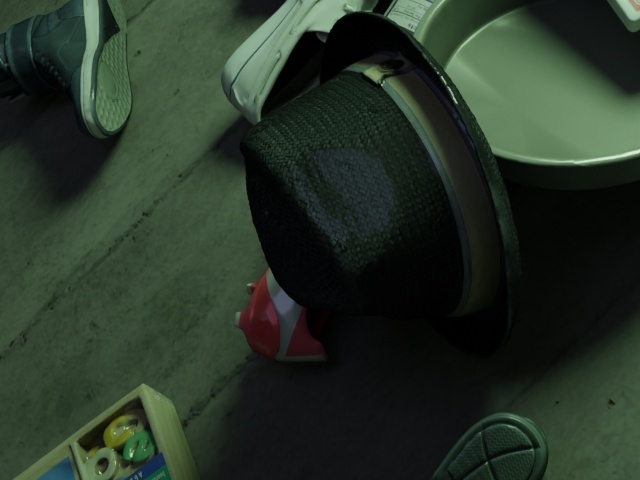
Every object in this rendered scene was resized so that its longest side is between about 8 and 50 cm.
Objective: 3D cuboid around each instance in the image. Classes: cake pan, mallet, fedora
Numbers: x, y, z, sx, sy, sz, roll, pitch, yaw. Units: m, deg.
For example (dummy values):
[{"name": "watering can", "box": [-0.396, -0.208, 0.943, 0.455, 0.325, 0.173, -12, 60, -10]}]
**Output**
[{"name": "cake pan", "box": [0.223, -0.149, 1.677, 0.293, 0.054, 0.293, -6, 45, 6]}, {"name": "mallet", "box": [0.181, -0.135, 1.789, 0.062, 0.039, 0.190, 16, 77, 36]}, {"name": "fedora", "box": [0.031, -0.028, 1.636, 0.152, 0.334, 0.334, -20, 44, -17]}]

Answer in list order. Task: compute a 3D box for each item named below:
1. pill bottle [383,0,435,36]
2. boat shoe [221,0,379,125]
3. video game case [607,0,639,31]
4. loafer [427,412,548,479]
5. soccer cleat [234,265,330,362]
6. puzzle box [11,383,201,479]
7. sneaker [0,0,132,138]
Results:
[{"name": "pill bottle", "box": [0.108, -0.192, 1.828, 0.108, 0.108, 0.180, 26, 80, 44]}, {"name": "boat shoe", "box": [0.011, -0.215, 1.940, 0.258, 0.095, 0.084, -50, 48, 15]}, {"name": "video game case", "box": [0.338, -0.330, 1.691, 0.285, 0.025, 0.204, -29, 70, -5]}, {"name": "loafer", "box": [0.092, 0.250, 1.597, 0.267, 0.084, 0.096, -46, 76, 9]}, {"name": "soccer cleat", "box": [0.000, 0.000, 1.818, 0.095, 0.083, 0.248, 12, 69, 22]}, {"name": "puzzle box", "box": [-0.271, 0.352, 1.810, 0.409, 0.052, 0.272, -37, 47, 12]}, {"name": "sneaker", "box": [-0.294, -0.172, 2.125, 0.163, 0.086, 0.226, -20, 42, 13]}]
